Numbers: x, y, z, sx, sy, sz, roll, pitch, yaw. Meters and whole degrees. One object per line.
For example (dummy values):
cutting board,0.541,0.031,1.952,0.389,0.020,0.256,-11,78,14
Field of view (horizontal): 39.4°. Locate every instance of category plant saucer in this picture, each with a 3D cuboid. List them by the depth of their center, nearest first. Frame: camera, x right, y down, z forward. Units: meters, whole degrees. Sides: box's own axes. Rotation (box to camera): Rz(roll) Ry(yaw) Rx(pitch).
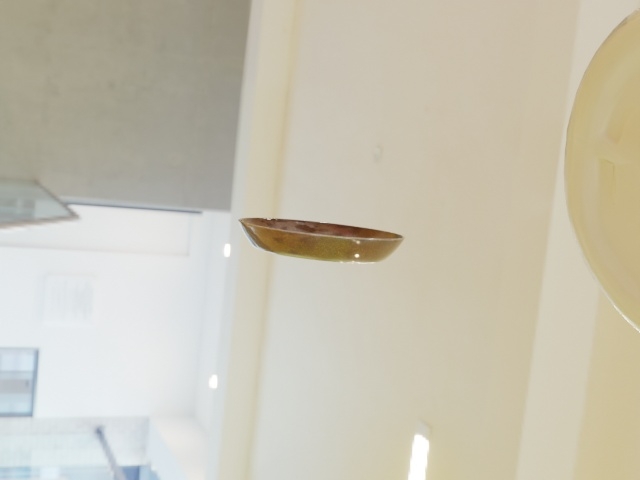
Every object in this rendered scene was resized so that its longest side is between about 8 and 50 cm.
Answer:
plant saucer,0.000,0.000,0.899,0.168,0.168,0.029,-164,-101,-68

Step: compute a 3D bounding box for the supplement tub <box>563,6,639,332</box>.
supplement tub,0.329,-0.057,0.520,0.207,0.338,0.207,33,-51,52
